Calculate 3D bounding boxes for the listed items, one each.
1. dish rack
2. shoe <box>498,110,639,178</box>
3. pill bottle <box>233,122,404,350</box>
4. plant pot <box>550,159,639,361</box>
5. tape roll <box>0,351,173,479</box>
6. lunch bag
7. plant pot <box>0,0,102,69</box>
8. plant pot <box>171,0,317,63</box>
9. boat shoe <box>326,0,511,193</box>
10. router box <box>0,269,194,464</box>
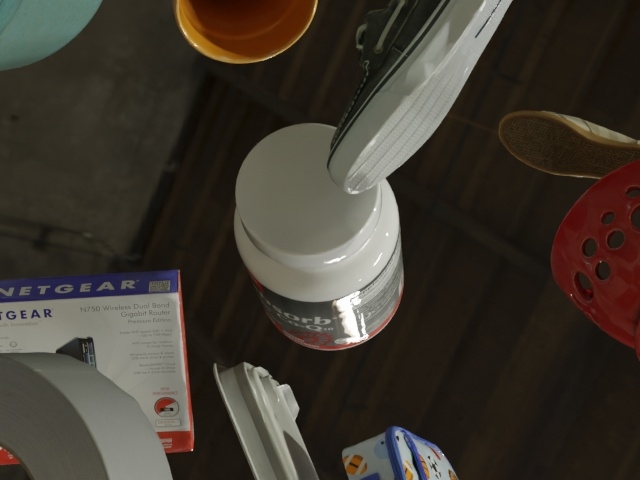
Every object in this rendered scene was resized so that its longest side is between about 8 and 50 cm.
[{"bbox_3d":[-0.042,0.321,1.708,0.072,0.285,0.332,-25,-103,2],"label":"dish rack"},{"bbox_3d":[0.341,-0.121,1.607,0.058,0.219,0.076,-62,169,-71],"label":"shoe"},{"bbox_3d":[0.000,0.000,1.576,0.210,0.363,0.210,-2,-111,5],"label":"pill bottle"},{"bbox_3d":[0.363,0.034,1.263,0.191,0.191,0.174,-58,-143,21],"label":"plant pot"},{"bbox_3d":[-0.204,0.183,0.795,0.219,0.072,0.219,-2,-96,25],"label":"tape roll"},{"bbox_3d":[0.138,0.412,1.652,0.115,0.243,0.303,-27,-120,14],"label":"lunch bag"},{"bbox_3d":[-0.336,-0.264,0.977,0.334,0.341,0.341,-43,156,-79],"label":"plant pot"},{"bbox_3d":[-0.123,-0.394,1.761,0.205,0.205,0.188,-50,-143,29],"label":"plant pot"},{"bbox_3d":[0.098,-0.209,1.322,0.119,0.121,0.335,36,-88,23],"label":"boat shoe"},{"bbox_3d":[-0.381,0.205,1.938,0.082,0.336,0.301,-100,-173,-63],"label":"router box"}]
